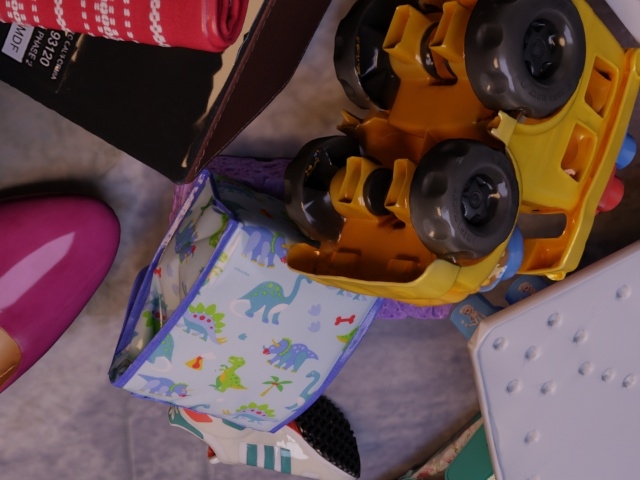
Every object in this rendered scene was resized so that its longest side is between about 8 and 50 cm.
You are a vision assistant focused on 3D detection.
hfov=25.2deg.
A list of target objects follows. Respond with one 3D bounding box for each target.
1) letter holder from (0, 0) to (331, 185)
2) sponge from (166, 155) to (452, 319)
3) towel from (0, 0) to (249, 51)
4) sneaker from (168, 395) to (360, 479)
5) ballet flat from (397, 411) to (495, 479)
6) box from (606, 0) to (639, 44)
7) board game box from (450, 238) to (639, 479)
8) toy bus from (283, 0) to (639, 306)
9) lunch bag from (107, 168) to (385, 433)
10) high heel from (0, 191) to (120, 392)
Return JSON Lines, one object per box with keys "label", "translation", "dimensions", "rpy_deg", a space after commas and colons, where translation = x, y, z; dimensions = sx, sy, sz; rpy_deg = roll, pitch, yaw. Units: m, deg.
{"label": "letter holder", "translation": [-0.041, -0.219, 0.758], "dimensions": [0.152, 0.214, 0.302], "rpy_deg": [30, 117, 4]}
{"label": "sponge", "translation": [0.000, 0.000, 0.982], "dimensions": [0.210, 0.031, 0.117], "rpy_deg": [1, 124, -16]}
{"label": "towel", "translation": [-0.139, -0.199, 0.658], "dimensions": [0.031, 0.275, 0.199], "rpy_deg": [-18, 116, -51]}
{"label": "sneaker", "translation": [-0.042, 0.144, 1.068], "dimensions": [0.075, 0.057, 0.161], "rpy_deg": [-34, 130, 31]}
{"label": "ballet flat", "translation": [0.110, 0.207, 1.129], "dimensions": [0.241, 0.091, 0.077], "rpy_deg": [-39, 137, 16]}
{"label": "box", "translation": [0.246, -0.191, 0.828], "dimensions": [0.170, 0.091, 0.130], "rpy_deg": [-15, 136, 38]}
{"label": "board game box", "translation": [0.296, 0.116, 1.081], "dimensions": [0.390, 0.050, 0.390], "rpy_deg": [-26, 128, -13]}
{"label": "toy bus", "translation": [0.108, -0.045, 0.871], "dimensions": [0.211, 0.149, 0.220], "rpy_deg": [30, 76, -38]}
{"label": "lunch bag", "translation": [-0.049, 0.049, 0.924], "dimensions": [0.129, 0.096, 0.151], "rpy_deg": [21, 108, -27]}
{"label": "high heel", "translation": [-0.268, 0.124, 0.903], "dimensions": [0.377, 0.181, 0.127], "rpy_deg": [-39, 125, 14]}
